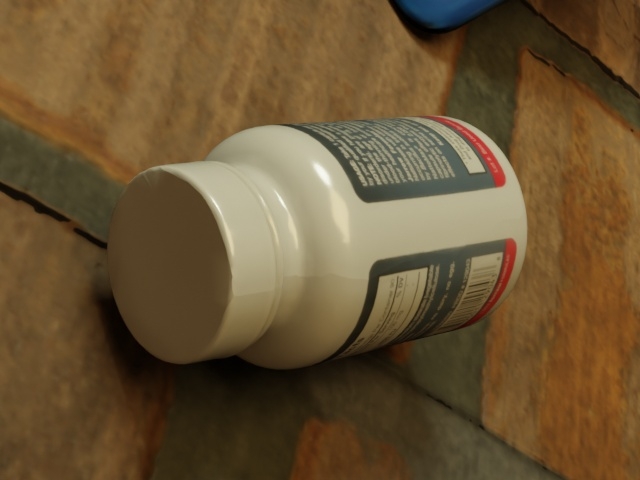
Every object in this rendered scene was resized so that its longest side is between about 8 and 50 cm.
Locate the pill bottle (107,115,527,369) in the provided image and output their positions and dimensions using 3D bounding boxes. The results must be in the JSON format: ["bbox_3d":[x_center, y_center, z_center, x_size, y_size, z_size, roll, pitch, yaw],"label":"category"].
[{"bbox_3d":[0.000,0.000,0.583,0.180,0.108,0.108,-8,73,-45],"label":"pill bottle"}]

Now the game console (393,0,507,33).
[{"bbox_3d":[0.103,-0.304,0.861,0.293,0.173,0.250,61,26,1],"label":"game console"}]
